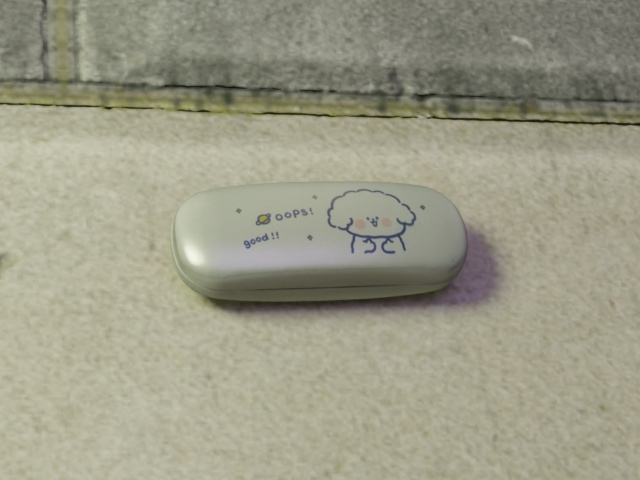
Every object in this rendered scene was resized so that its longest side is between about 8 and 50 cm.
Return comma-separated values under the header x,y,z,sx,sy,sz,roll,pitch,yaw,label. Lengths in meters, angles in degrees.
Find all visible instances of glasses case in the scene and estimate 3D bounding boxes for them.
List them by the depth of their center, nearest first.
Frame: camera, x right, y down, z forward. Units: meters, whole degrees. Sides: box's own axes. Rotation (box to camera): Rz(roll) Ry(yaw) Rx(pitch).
x,y,z,sx,sy,sz,roll,pitch,yaw,label
0.000,0.000,1.129,0.197,0.049,0.076,-1,55,-13,glasses case
